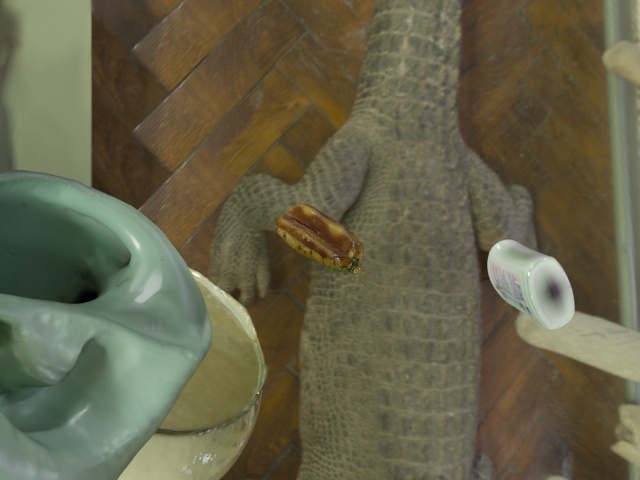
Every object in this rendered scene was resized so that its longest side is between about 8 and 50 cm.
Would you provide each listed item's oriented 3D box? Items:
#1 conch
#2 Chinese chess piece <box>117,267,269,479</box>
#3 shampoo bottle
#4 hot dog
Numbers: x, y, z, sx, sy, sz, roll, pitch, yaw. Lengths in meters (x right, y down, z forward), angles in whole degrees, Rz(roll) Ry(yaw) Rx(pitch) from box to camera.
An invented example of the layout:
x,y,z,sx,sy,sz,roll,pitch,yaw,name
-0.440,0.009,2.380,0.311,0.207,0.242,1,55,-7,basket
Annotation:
x,y,z,sx,sy,sz,roll,pitch,yaw,name
-0.163,0.058,0.439,0.221,0.121,0.185,-26,112,-52,conch
-0.225,0.136,0.892,0.338,0.338,0.140,20,117,-18,Chinese chess piece
0.199,0.039,0.790,0.043,0.099,0.072,-27,108,-7,shampoo bottle
0.000,0.000,0.797,0.049,0.122,0.037,-38,134,-14,hot dog
